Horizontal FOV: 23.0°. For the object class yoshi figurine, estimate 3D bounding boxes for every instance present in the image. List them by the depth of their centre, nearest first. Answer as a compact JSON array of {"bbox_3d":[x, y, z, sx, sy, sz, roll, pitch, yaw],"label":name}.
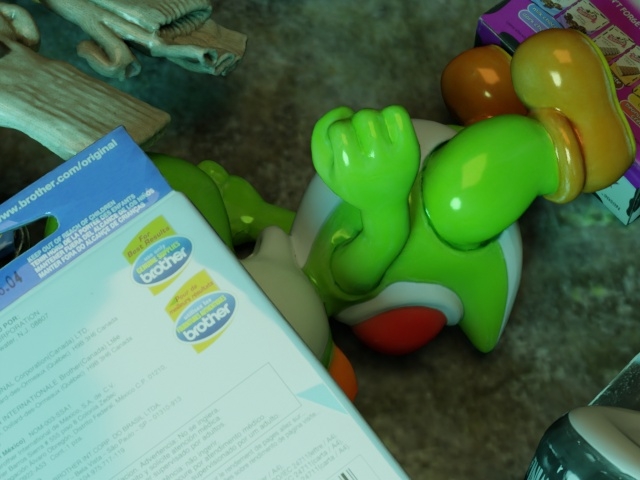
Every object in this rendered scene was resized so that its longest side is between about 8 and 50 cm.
[{"bbox_3d":[-0.011,-0.024,0.931,0.362,0.203,0.203,-32,51,-17],"label":"yoshi figurine"}]

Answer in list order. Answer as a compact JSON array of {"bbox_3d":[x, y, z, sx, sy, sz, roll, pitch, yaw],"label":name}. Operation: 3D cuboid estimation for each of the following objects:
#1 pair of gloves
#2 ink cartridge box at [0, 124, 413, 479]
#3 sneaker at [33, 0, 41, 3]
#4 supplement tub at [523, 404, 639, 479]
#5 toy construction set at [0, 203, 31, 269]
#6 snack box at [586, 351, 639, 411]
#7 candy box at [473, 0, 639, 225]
[{"bbox_3d":[-0.164,-0.121,0.942,0.204,0.042,0.240,24,34,7],"label":"pair of gloves"},{"bbox_3d":[-0.080,0.111,0.770,0.186,0.065,0.311,-36,73,-10],"label":"ink cartridge box"},{"bbox_3d":[-0.111,-0.234,1.069,0.263,0.121,0.099,-5,62,-5],"label":"sneaker"},{"bbox_3d":[0.128,0.245,0.653,0.194,0.193,0.316,23,99,9],"label":"supplement tub"},{"bbox_3d":[-0.281,0.016,0.893,0.215,0.151,0.327,-30,87,-19],"label":"toy construction set"},{"bbox_3d":[0.226,0.072,0.880,0.060,0.187,0.322,41,67,18],"label":"snack box"},{"bbox_3d":[0.238,-0.139,1.065,0.233,0.071,0.159,-35,68,-20],"label":"candy box"}]
